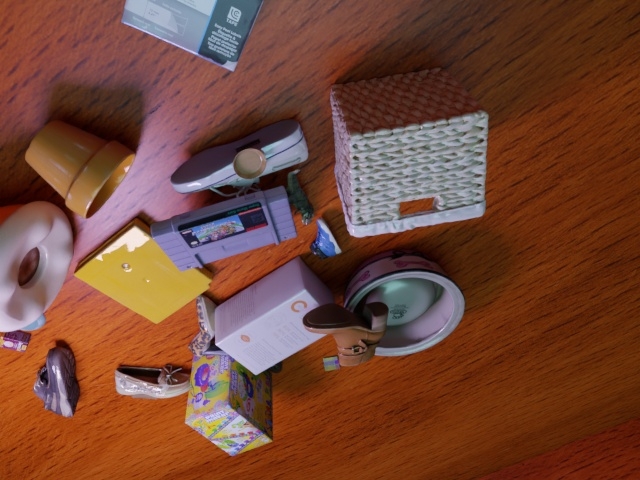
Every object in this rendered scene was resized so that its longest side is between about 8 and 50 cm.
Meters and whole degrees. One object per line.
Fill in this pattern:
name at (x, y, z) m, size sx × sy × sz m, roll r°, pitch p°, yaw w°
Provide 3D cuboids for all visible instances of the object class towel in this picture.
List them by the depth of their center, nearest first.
towel at (0.042, 0.482, 1.968) m, size 0.060 × 0.009 × 0.083 m, roll -10°, pitch 129°, yaw 1°

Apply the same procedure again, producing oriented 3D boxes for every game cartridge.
game cartridge at (-0.246, -0.025, 1.352) m, size 0.354 × 0.068 × 0.230 m, roll -17°, pitch 158°, yaw -3°
game cartridge at (-0.538, 0.106, 1.564) m, size 0.285 × 0.053 × 0.323 m, roll -33°, pitch 128°, yaw 19°

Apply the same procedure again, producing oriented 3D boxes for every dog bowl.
dog bowl at (0.261, 0.202, 1.678) m, size 0.407 × 0.150 × 0.408 m, roll -4°, pitch 130°, yaw -5°

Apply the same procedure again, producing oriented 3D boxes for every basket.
basket at (0.197, -0.219, 1.210) m, size 0.328 × 0.331 × 0.267 m, roll -9°, pitch 128°, yaw 0°

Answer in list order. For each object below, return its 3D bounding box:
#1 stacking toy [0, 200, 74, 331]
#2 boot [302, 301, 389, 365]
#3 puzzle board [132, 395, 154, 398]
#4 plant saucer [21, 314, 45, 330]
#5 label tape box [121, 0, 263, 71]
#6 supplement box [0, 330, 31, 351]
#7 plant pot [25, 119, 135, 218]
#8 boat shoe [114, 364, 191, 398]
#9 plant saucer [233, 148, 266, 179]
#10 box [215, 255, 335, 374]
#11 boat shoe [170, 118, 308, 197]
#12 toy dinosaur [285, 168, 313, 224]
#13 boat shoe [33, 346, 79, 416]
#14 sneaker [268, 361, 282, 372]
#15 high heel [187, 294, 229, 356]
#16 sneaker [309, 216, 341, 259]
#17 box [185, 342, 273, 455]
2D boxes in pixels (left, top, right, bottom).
stacking toy at (-0.949, 0.013, 1.314) m, size 0.479 × 0.351 × 0.351 m, roll 16°, pitch 127°, yaw 1°
boot at (0.070, 0.299, 1.561) m, size 0.283 × 0.109 × 0.220 m, roll -8°, pitch 130°, yaw -24°
puzzle board at (-0.679, 0.572, 1.947) m, size 0.096 × 0.011 × 0.128 m, roll 9°, pitch 127°, yaw -13°
plant saucer at (-0.969, 0.260, 1.646) m, size 0.119 × 0.021 × 0.119 m, roll -4°, pitch 129°, yaw -5°
label tape box at (-0.226, -0.561, 1.013) m, size 0.249 × 0.115 × 0.348 m, roll 19°, pitch 126°, yaw -21°
supplement box at (-1.026, 0.335, 1.686) m, size 0.083 × 0.043 × 0.055 m, roll 20°, pitch 122°, yaw -23°
plant pot at (-0.595, -0.188, 1.230) m, size 0.188 × 0.205 × 0.205 m, roll 36°, pitch 118°, yaw -13°
boat shoe at (-0.612, 0.513, 1.847) m, size 0.285 × 0.105 × 0.089 m, roll 0°, pitch 112°, yaw -5°
plant saucer at (-0.174, -0.190, 1.232) m, size 0.083 × 0.015 × 0.084 m, roll -11°, pitch 128°, yaw -14°
box at (-0.142, 0.248, 1.632) m, size 0.345 × 0.168 × 0.215 m, roll -32°, pitch 127°, yaw 12°
boat shoe at (-0.201, -0.181, 1.328) m, size 0.366 × 0.136 × 0.157 m, roll -24°, pitch 132°, yaw 0°
toy dinosaur at (-0.091, -0.122, 1.397) m, size 0.118 × 0.064 × 0.268 m, roll -11°, pitch 154°, yaw 4°
boat shoe at (-0.952, 0.514, 1.787) m, size 0.130 × 0.132 × 0.356 m, roll 5°, pitch 127°, yaw -12°
sneaker at (-0.189, 0.451, 1.872) m, size 0.066 × 0.071 × 0.189 m, roll -15°, pitch 129°, yaw 5°
high heel at (-0.423, 0.294, 1.721) m, size 0.186 × 0.093 × 0.261 m, roll -4°, pitch 117°, yaw 27°
sneaker at (0.000, 0.001, 1.536) m, size 0.084 × 0.058 × 0.152 m, roll -27°, pitch 135°, yaw 3°
box at (-0.315, 0.555, 1.800) m, size 0.176 × 0.290 × 0.279 m, roll -25°, pitch 127°, yaw 13°
